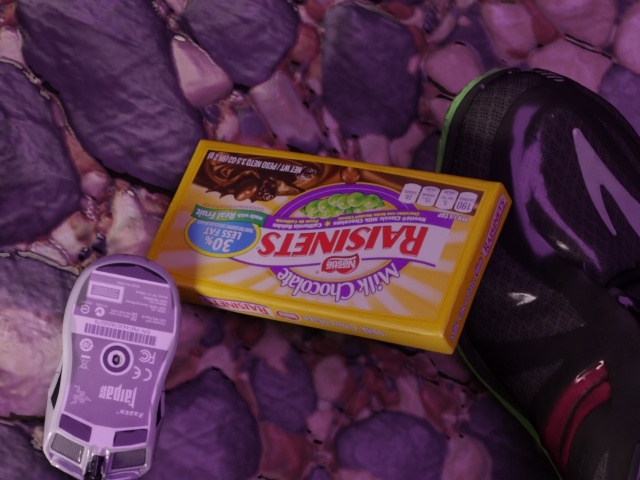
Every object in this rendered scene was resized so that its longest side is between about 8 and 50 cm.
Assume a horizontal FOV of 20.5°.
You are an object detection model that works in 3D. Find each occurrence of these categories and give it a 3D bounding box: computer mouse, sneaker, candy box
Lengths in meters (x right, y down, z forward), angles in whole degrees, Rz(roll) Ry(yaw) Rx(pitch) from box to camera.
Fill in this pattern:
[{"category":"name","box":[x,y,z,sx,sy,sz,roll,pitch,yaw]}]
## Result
[{"category":"computer mouse","box":[-0.123,0.104,1.020,0.106,0.042,0.193,13,73,-7]},{"category":"sneaker","box":[0.206,0.108,1.026,0.185,0.202,0.483,-14,75,-21]},{"category":"candy box","box":[0.000,0.000,1.037,0.206,0.027,0.105,9,64,28]}]
